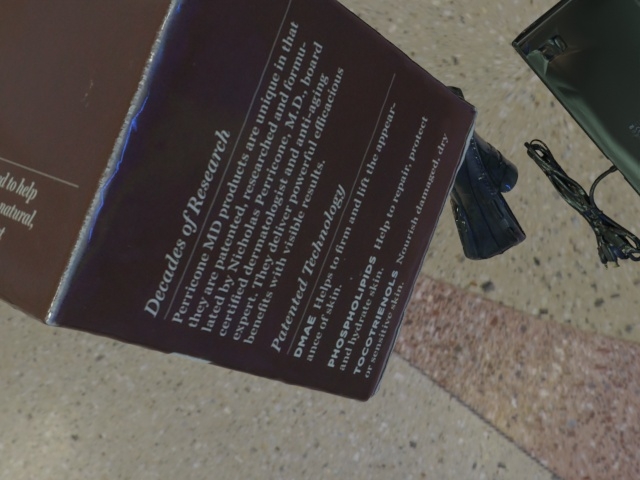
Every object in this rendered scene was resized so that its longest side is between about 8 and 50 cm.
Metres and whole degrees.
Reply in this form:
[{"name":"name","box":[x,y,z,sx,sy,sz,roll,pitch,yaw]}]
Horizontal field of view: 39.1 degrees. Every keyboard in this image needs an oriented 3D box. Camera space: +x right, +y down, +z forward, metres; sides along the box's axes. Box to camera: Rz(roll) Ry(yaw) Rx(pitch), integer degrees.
[{"name":"keyboard","box":[0.302,-0.086,0.864,0.317,0.033,0.201,48,128,-6]}]

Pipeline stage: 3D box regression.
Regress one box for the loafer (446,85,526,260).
[{"name":"loafer","box":[0.168,-0.072,0.953,0.078,0.076,0.223,-16,130,9]}]

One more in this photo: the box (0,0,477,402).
[{"name":"box","box":[-0.062,-0.038,0.446,0.168,0.203,0.167,19,87,43]}]
